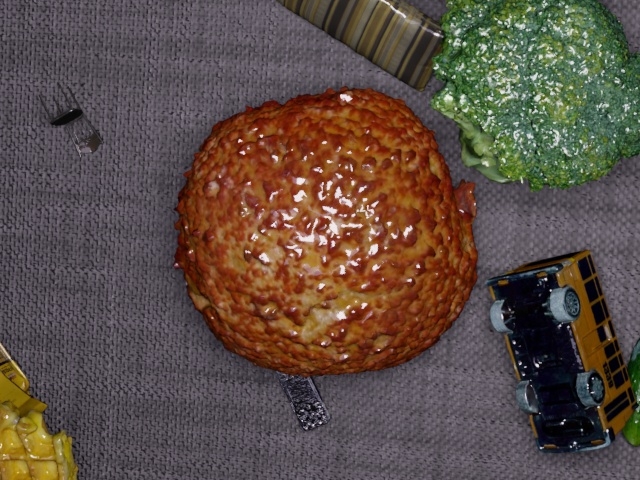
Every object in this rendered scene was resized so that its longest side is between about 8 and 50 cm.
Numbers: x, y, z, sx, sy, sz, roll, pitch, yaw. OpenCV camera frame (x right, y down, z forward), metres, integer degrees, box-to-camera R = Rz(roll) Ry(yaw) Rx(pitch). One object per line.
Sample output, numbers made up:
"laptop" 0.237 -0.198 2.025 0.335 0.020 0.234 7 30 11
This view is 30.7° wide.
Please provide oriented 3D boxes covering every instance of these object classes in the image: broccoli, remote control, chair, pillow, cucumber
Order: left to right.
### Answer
"chair" -0.293 -0.141 1.367 0.037 0.042 0.086 -29 90 14
"remote control" -0.022 0.175 1.371 0.039 0.014 0.096 -24 93 10
"pillow" 0.045 -0.248 1.285 0.203 0.113 0.038 34 60 3
"broccoli" 0.222 -0.154 1.192 0.261 0.241 0.269 25 58 -12
"cucumber" 0.358 0.155 1.303 0.037 0.037 0.155 10 96 7

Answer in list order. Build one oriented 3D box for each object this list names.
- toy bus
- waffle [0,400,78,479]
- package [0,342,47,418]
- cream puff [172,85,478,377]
"toy bus" 0.266 0.120 1.272 0.098 0.114 0.201 -16 94 40
"waffle" -0.368 0.290 1.393 0.160 0.055 0.211 -4 108 10
"package" -0.398 0.173 1.409 0.071 0.047 0.131 -35 90 11
"cream puff" 0.001 -0.005 1.246 0.350 0.228 0.351 1 97 6
